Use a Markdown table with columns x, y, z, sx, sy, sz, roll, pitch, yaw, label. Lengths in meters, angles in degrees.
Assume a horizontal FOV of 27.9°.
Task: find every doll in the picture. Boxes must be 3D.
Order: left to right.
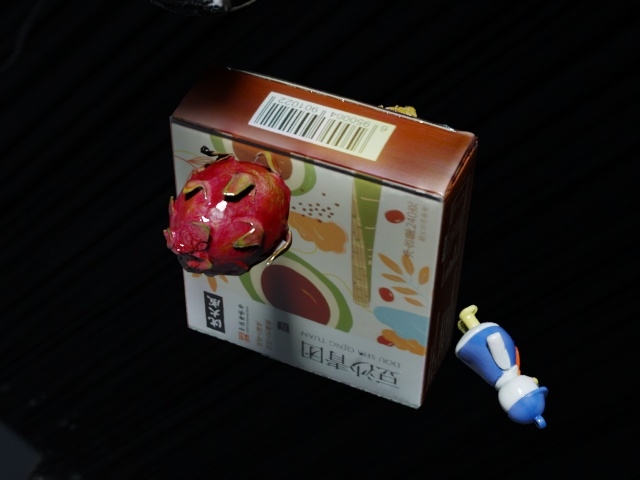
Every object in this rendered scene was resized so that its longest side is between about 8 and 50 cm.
| x | y | z | sx | sy | sz | roll | pitch | yaw | label |
| --- | --- | --- | --- | --- | --- | --- | --- | --- | --- |
| 0.182 | 0.130 | 1.288 | 0.143 | 0.057 | 0.099 | 56 | -14 | 29 | doll |

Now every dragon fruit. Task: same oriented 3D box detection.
| x | y | z | sx | sy | sz | roll | pitch | yaw | label |
| --- | --- | --- | --- | --- | --- | --- | --- | --- | --- |
| -0.090 | -0.028 | 1.378 | 0.133 | 0.136 | 0.166 | 27 | 39 | 14 | dragon fruit |

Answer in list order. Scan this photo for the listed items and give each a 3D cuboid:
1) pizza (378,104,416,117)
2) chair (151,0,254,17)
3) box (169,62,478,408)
| x | y | z | sx | sy | sz | roll | pitch | yaw | label |
| --- | --- | --- | --- | --- | --- | --- | --- | --- | --- |
| 0.086 | -0.126 | 1.672 | 0.041 | 0.178 | 0.131 | 40 | 50 | 16 | pizza |
| -0.129 | -0.375 | 1.564 | 0.149 | 0.174 | 0.213 | -15 | 116 | -76 | chair |
| 0.000 | 0.000 | 1.623 | 0.385 | 0.344 | 0.122 | 91 | 22 | -45 | box |
